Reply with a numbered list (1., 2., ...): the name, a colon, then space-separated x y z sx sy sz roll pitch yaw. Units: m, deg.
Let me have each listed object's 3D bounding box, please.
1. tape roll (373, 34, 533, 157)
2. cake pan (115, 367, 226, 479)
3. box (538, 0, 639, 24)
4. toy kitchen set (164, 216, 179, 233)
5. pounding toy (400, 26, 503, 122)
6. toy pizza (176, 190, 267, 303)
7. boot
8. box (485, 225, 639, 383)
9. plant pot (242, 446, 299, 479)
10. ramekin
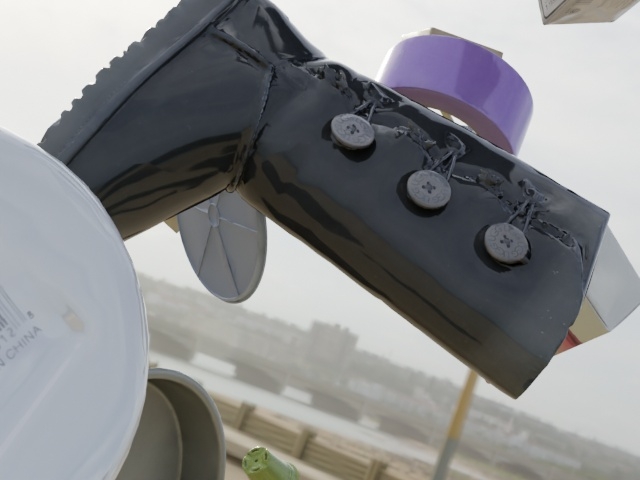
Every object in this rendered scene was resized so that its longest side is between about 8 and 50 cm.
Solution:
1. tape roll: 0.143 -0.143 1.127 0.188 0.080 0.189 20 -27 11
2. cake pan: -0.207 0.257 0.936 0.054 0.293 0.293 15 -10 34
3. box: 0.266 -0.380 0.962 0.087 0.290 0.169 -6 -12 -16
4. toy kitchen set: -0.213 -0.060 1.437 0.068 0.083 0.075 44 29 -9
5. pounding toy: 0.171 -0.221 1.354 0.130 0.100 0.141 15 1 -18
6. toy pizza: -0.105 -0.030 1.082 0.032 0.201 0.201 -12 12 -33
7. boot: 0.001 -0.002 0.847 0.445 0.367 0.146 36 -27 -2
8. box: 0.325 0.093 1.412 0.148 0.127 0.232 -27 -5 -45
9. plant pot: -0.089 0.379 1.603 0.083 0.083 0.079 13 -33 42
10. ramekin: -0.225 0.061 0.521 0.135 0.277 0.277 -9 -27 43
